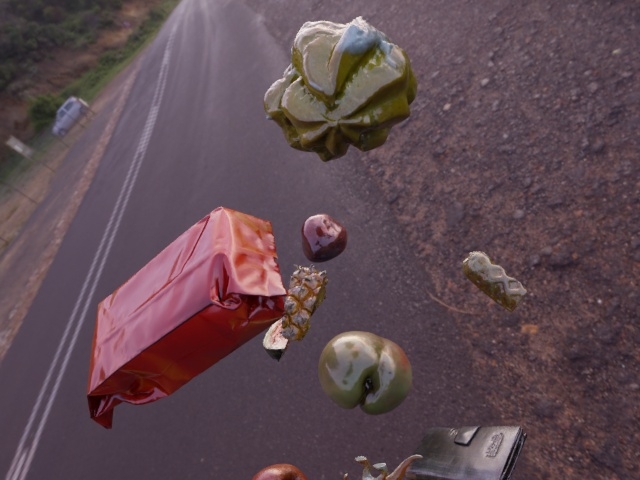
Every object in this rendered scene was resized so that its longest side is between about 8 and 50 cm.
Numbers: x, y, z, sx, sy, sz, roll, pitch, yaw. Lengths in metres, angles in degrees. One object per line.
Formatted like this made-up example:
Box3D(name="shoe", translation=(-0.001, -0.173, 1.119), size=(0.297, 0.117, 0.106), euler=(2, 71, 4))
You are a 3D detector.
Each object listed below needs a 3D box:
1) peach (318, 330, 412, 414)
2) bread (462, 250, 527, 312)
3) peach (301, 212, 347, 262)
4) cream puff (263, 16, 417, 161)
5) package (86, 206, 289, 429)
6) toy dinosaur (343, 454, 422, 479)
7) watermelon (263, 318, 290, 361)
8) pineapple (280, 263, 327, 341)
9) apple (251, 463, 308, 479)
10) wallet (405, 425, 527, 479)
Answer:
Box3D(name="peach", translation=(0.137, 0.401, 1.558), size=(0.292, 0.292, 0.247), euler=(19, 109, 57))
Box3D(name="bread", translation=(0.560, 0.135, 1.657), size=(0.088, 0.128, 0.232), euler=(-30, 57, -19))
Box3D(name="peach", translation=(0.000, 0.000, 1.524), size=(0.152, 0.152, 0.152), euler=(-31, 35, 25))
Box3D(name="cream puff", translation=(0.052, -0.314, 1.167), size=(0.378, 0.378, 0.276), euler=(-28, 56, 29))
Box3D(name="package", translation=(-0.239, 0.127, 0.826), size=(0.423, 0.123, 0.196), euler=(-35, 41, 19))
Box3D(name="toy dinosaur", translation=(0.129, 0.552, 1.106), size=(0.212, 0.142, 0.057), euler=(-12, 0, 19))
Box3D(name="watermelon", translation=(-0.110, 0.282, 1.514), size=(0.119, 0.063, 0.245), euler=(-40, 10, 20))
Box3D(name="pineapple", translation=(-0.030, 0.115, 1.131), size=(0.079, 0.135, 0.233), euler=(8, 20, 6))
Box3D(name="apple", translation=(-0.133, 0.825, 1.587), size=(0.201, 0.218, 0.218), euler=(-53, 26, 31))
Box3D(name="wallet", translation=(0.352, 0.536, 1.262), size=(0.169, 0.044, 0.317), euler=(-45, 8, -36))
